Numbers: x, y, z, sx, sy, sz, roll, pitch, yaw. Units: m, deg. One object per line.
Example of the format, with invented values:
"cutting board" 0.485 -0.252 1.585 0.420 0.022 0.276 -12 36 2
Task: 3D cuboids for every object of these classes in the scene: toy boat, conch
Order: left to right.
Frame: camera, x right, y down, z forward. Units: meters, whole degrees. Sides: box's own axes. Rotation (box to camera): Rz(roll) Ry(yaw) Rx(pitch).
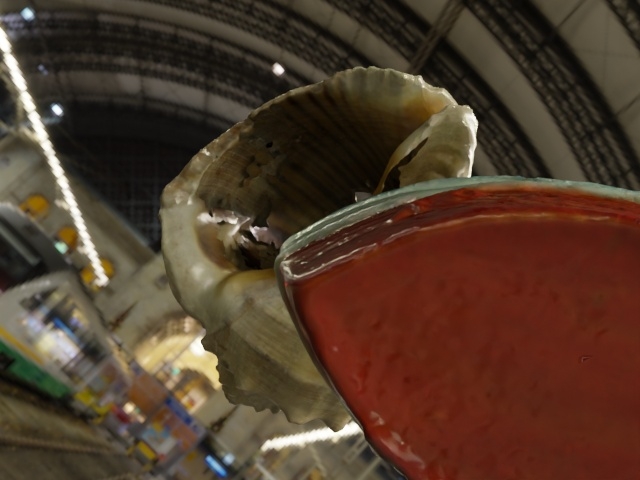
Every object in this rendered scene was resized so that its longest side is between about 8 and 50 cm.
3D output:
"conch" 0.000 0.002 0.894 0.263 0.324 0.186 40 1 5
"toy boat" 0.134 0.058 0.417 0.331 0.145 0.133 18 3 8
